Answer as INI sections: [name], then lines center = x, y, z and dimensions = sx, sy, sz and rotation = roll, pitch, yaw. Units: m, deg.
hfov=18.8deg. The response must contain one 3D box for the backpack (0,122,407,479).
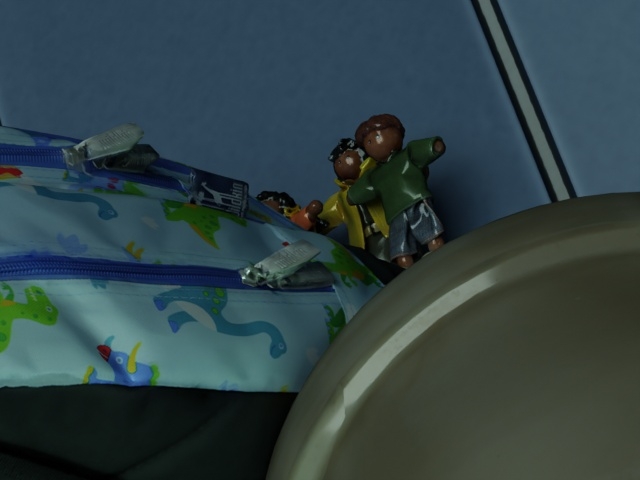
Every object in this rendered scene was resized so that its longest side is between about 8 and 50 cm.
[backpack]
center = -0.139, 0.082, 0.895
dimensions = 0.290, 0.355, 0.273
rotation = -42, 70, 32

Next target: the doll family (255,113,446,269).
[doll family]
center = 0.000, 0.000, 1.064
dimensions = 0.193, 0.076, 0.111
rotation = -28, 66, 22

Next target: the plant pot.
[plant pot]
center = 0.142, 0.160, 0.718
dimensions = 0.323, 0.280, 0.323
rotation = -1, 100, -4
